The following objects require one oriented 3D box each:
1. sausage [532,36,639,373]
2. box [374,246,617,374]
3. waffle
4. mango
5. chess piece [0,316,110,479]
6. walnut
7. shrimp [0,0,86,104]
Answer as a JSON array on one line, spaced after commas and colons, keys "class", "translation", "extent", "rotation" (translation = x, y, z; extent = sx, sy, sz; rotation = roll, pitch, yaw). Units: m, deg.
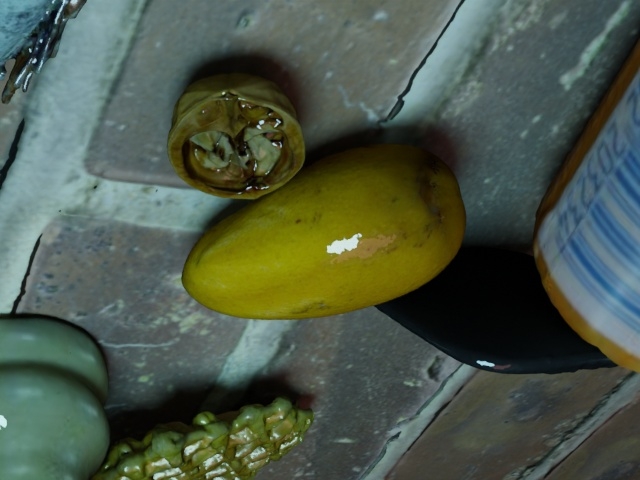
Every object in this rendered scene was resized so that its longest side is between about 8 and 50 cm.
[{"class": "sausage", "translation": [0.306, -0.058, 0.778], "extent": [0.233, 0.233, 0.287], "rotation": [-1, 138, -22]}, {"class": "box", "translation": [0.149, 0.056, 0.885], "extent": [0.213, 0.201, 0.042], "rotation": [-3, 113, -30]}, {"class": "waffle", "translation": [-0.121, 0.216, 1.037], "extent": [0.238, 0.058, 0.243], "rotation": [1, 145, -48]}, {"class": "mango", "translation": [0.000, 0.000, 0.818], "extent": [0.219, 0.112, 0.145], "rotation": [-17, 164, 11]}, {"class": "chess piece", "translation": [-0.232, 0.238, 0.834], "extent": [0.182, 0.330, 0.182], "rotation": [-11, 142, -8]}, {"class": "walnut", "translation": [-0.059, -0.078, 0.742], "extent": [0.091, 0.052, 0.121], "rotation": [-9, 149, -2]}, {"class": "shrimp", "translation": [-0.178, -0.138, 0.606], "extent": [0.090, 0.079, 0.233], "rotation": [35, 128, -5]}]
